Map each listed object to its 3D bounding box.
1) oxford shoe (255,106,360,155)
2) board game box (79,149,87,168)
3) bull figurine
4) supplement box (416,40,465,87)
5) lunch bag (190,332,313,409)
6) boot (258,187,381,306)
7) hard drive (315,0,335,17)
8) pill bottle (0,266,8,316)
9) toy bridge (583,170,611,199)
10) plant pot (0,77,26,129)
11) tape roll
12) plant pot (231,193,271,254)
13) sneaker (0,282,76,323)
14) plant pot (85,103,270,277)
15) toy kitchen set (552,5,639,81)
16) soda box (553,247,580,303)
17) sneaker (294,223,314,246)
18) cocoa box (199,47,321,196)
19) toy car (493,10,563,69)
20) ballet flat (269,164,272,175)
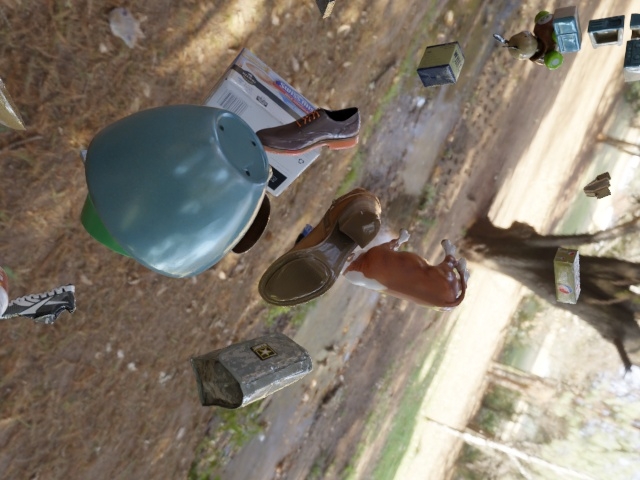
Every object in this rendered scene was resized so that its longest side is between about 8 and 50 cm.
[{"bbox_3d":[-0.032,-0.269,1.298,0.271,0.097,0.098,-12,136,-23],"label":"oxford shoe"},{"bbox_3d":[-0.666,-0.212,1.701,0.103,0.154,0.026,-17,167,-41],"label":"board game box"},{"bbox_3d":[0.168,0.057,1.171,0.188,0.310,0.101,-43,146,-42],"label":"bull figurine"},{"bbox_3d":[0.287,-0.418,1.306,0.056,0.083,0.083,48,56,-44],"label":"supplement box"},{"bbox_3d":[-0.189,0.359,1.527,0.235,0.287,0.169,-13,88,-39],"label":"lunch bag"},{"bbox_3d":[0.000,0.000,1.097,0.283,0.109,0.220,-45,-167,13],"label":"boot"},{"bbox_3d":[-0.006,-0.604,1.289,0.022,0.135,0.094,-26,-176,-8],"label":"hard drive"},{"bbox_3d":[-0.915,0.148,1.489,0.121,0.216,0.121,-12,115,-27],"label":"pill bottle"},{"bbox_3d":[0.706,-0.136,1.402,0.026,0.063,0.188,62,33,-5],"label":"toy bridge"},{"bbox_3d":[-0.504,-0.266,0.797,0.032,0.236,0.236,-29,144,-18],"label":"plant pot"},{"bbox_3d":[-0.496,-0.054,1.540,0.077,0.321,0.321,-62,162,20],"label":"tape roll"},{"bbox_3d":[-0.314,-0.100,1.756,0.215,0.230,0.215,-48,154,-34],"label":"plant pot"},{"bbox_3d":[-0.872,0.216,1.701,0.234,0.106,0.078,-18,165,-27],"label":"sneaker"},{"bbox_3d":[-0.200,-0.109,0.906,0.290,0.195,0.290,44,32,-36],"label":"plant pot"},{"bbox_3d":[0.683,-0.482,1.350,0.122,0.207,0.166,41,60,-49],"label":"toy kitchen set"},{"bbox_3d":[0.754,0.109,1.678,0.061,0.058,0.181,-53,136,-34],"label":"soda box"},{"bbox_3d":[-0.044,0.002,1.844,0.090,0.081,0.232,-55,174,7],"label":"sneaker"},{"bbox_3d":[-0.182,-0.356,1.670,0.231,0.347,0.228,-39,-155,35],"label":"cocoa box"},{"bbox_3d":[0.622,-0.605,1.654,0.155,0.188,0.149,-101,-168,-49],"label":"toy car"},{"bbox_3d":[-0.163,-0.077,1.149,0.250,0.058,0.084,-54,173,-41],"label":"ballet flat"}]
